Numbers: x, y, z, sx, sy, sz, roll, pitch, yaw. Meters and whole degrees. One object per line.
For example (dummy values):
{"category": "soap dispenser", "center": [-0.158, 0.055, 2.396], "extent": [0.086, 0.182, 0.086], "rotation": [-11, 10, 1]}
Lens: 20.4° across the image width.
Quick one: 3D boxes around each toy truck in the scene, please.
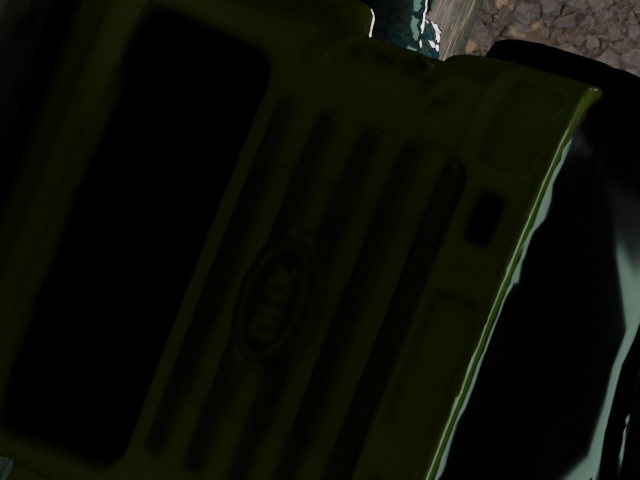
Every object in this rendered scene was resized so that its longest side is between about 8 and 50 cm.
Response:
{"category": "toy truck", "center": [0.029, 0.026, 0.633], "extent": [0.180, 0.254, 0.405], "rotation": [-71, 161, 0]}

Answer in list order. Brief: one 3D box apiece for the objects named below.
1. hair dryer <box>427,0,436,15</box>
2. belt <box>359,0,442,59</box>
{"category": "hair dryer", "center": [0.162, -0.362, 1.620], "extent": [0.267, 0.092, 0.229], "rotation": [-55, -169, 37]}
{"category": "belt", "center": [0.014, -0.100, 0.817], "extent": [0.302, 0.087, 0.072], "rotation": [50, 65, -85]}
